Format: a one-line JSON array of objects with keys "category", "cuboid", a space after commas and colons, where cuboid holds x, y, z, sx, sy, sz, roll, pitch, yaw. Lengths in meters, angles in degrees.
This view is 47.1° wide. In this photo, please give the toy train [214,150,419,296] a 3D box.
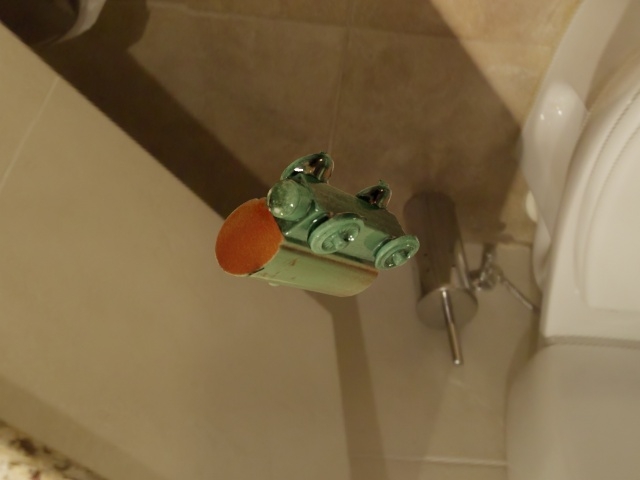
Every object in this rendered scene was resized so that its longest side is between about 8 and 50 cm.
[{"category": "toy train", "cuboid": [0.000, 0.000, 0.890, 0.177, 0.116, 0.285, -37, 155, 20]}]
